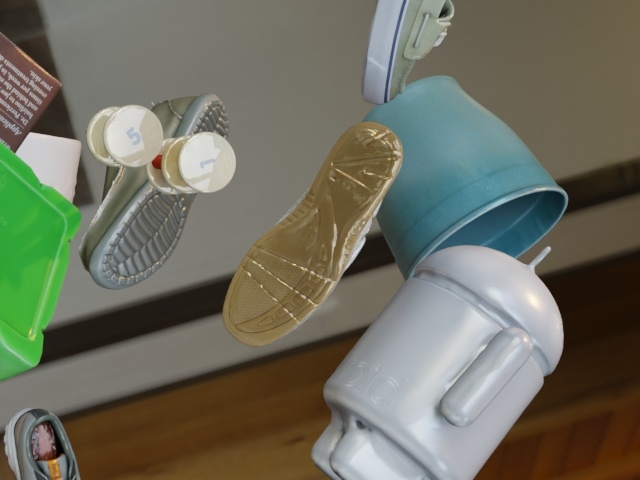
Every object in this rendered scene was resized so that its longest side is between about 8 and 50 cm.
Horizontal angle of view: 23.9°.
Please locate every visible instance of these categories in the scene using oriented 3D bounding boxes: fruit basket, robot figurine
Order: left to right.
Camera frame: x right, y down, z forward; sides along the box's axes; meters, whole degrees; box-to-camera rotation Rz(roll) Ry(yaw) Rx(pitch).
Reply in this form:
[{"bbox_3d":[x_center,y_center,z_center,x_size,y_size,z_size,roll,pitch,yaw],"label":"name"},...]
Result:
[{"bbox_3d":[-0.453,-0.026,1.376,0.392,0.392,0.283,87,13,-61],"label":"fruit basket"},{"bbox_3d":[0.143,0.150,1.744,0.200,0.353,0.300,42,-14,-15],"label":"robot figurine"}]

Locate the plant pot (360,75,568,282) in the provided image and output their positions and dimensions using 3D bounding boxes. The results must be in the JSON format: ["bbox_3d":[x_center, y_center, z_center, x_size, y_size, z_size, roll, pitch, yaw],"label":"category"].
[{"bbox_3d":[0.186,-0.095,2.260,0.255,0.272,0.271,60,-12,21],"label":"plant pot"}]

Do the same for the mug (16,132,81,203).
[{"bbox_3d":[-0.543,-0.009,2.112,0.276,0.374,0.328,-166,-95,-70],"label":"mug"}]

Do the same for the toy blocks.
[{"bbox_3d":[-0.155,-0.079,1.346,0.148,0.123,0.054,2,-106,67],"label":"toy blocks"}]

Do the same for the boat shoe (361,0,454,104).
[{"bbox_3d":[0.110,-0.270,1.802,0.302,0.094,0.109,102,0,-51],"label":"boat shoe"}]

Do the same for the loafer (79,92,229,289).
[{"bbox_3d":[-0.184,-0.054,1.590,0.251,0.087,0.094,-59,145,-32],"label":"loafer"}]

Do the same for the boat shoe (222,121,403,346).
[{"bbox_3d":[0.000,0.000,1.646,0.098,0.277,0.096,38,0,8],"label":"boat shoe"}]

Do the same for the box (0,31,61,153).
[{"bbox_3d":[-0.484,-0.084,1.698,0.143,0.381,0.191,10,-27,51],"label":"box"}]

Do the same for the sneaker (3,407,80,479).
[{"bbox_3d":[-0.394,0.375,2.225,0.108,0.100,0.271,-28,-101,61],"label":"sneaker"}]
